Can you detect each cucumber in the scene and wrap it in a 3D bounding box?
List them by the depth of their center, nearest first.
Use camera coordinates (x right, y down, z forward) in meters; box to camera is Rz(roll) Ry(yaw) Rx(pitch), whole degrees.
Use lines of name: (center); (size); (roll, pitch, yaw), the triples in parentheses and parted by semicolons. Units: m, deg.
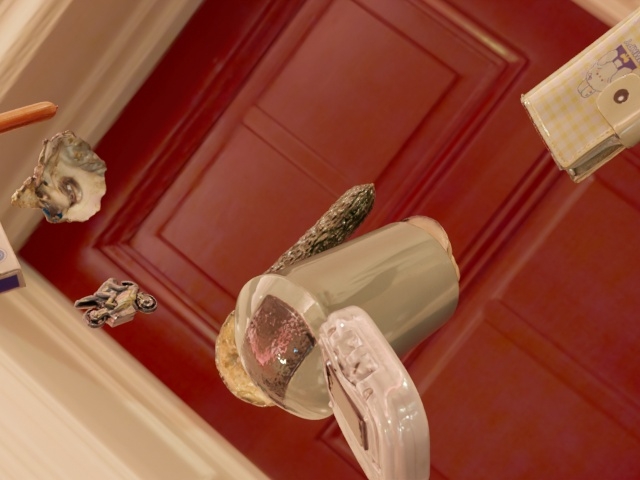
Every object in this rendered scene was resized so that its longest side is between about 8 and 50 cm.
cucumber: (0.000, 0.000, 1.977); (0.359, 0.096, 0.096); (-48, -11, -4)

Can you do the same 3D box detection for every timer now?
timer: (0.073, 0.239, 1.258); (0.087, 0.262, 0.237); (-20, -48, -13)

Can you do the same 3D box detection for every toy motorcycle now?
toy motorcycle: (-0.494, 0.143, 2.026); (0.193, 0.124, 0.061); (-15, -32, -38)

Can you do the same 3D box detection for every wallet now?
wallet: (0.518, -0.269, 1.475); (0.309, 0.223, 0.077); (-38, -41, 29)

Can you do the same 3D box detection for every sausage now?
sausage: (-0.840, -0.321, 2.286); (0.348, 0.053, 0.053); (-36, -18, -53)

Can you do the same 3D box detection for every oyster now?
oyster: (-0.552, -0.128, 1.828); (0.223, 0.083, 0.214); (50, -133, -51)

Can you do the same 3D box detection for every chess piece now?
chess piece: (0.251, 0.051, 1.913); (0.142, 0.143, 0.261); (-51, -29, 0)

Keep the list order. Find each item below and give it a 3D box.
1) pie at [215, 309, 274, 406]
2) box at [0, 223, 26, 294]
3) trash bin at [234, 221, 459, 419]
pie: (-0.169, 0.300, 2.181); (0.055, 0.274, 0.274); (-16, -35, -53)
box: (-0.781, 0.001, 1.805); (0.200, 0.343, 0.065); (-20, -40, -25)
trash bin: (0.043, 0.144, 1.607); (0.432, 0.280, 0.280); (-25, -25, -41)
